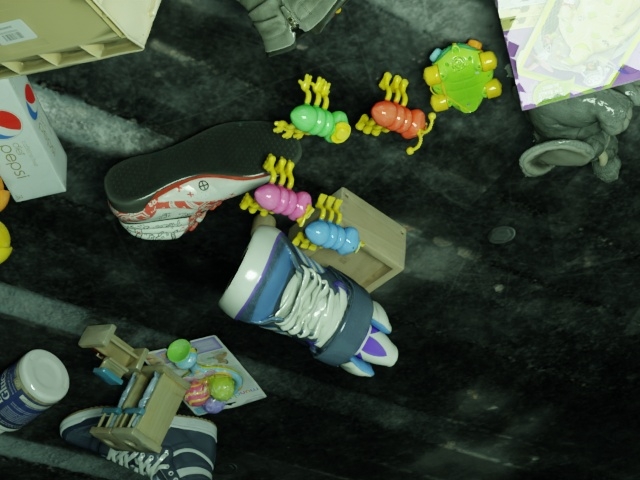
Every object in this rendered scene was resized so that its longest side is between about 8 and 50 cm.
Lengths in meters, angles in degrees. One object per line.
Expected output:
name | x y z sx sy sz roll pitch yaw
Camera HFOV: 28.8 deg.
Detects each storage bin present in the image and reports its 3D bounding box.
storage bin | -0.340 -0.300 1.314 0.262 0.123 0.260 -6 146 30

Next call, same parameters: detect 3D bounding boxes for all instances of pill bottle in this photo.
pill bottle | -0.500 0.257 2.053 0.169 0.094 0.094 -36 133 30

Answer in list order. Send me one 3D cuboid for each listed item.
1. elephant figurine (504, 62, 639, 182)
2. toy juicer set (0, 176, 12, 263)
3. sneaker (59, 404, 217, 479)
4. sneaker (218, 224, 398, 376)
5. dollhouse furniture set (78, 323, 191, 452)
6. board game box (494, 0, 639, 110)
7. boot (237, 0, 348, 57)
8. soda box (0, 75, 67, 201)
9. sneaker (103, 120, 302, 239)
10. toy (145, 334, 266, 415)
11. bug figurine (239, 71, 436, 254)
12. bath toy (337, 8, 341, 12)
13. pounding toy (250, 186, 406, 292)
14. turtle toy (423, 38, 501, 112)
elephant figurine | 0.325 -0.153 1.640 0.186 0.169 0.239 38 148 10
toy juicer set | -0.514 -0.024 1.688 0.209 0.089 0.329 30 131 -6
sneaker | -0.318 0.383 2.188 0.282 0.153 0.099 7 140 -15
sneaker | 0.003 0.090 1.649 0.236 0.130 0.323 27 176 4
dollhouse furniture set | -0.335 0.241 2.014 0.129 0.129 0.183 -8 139 45
board game box | 0.380 -0.296 1.460 0.346 0.208 0.056 -14 -175 9
boot | -0.014 -0.316 1.316 0.161 0.083 0.246 49 128 -2
soda box | -0.394 -0.148 1.596 0.073 0.069 0.216 -11 142 4
sneaker | -0.157 -0.079 1.712 0.270 0.090 0.145 -16 158 -6
toy | -0.195 0.249 2.123 0.136 0.056 0.237 -16 140 12
bug figurine | 0.020 -0.092 1.639 0.216 0.072 0.279 12 117 -35
bath toy | 0.052 -0.363 1.368 0.129 0.151 0.348 -24 163 -51
pounding toy | -0.010 0.002 1.829 0.206 0.094 0.181 33 132 -25
turtle toy | 0.183 -0.210 1.613 0.095 0.066 0.130 -13 141 7
